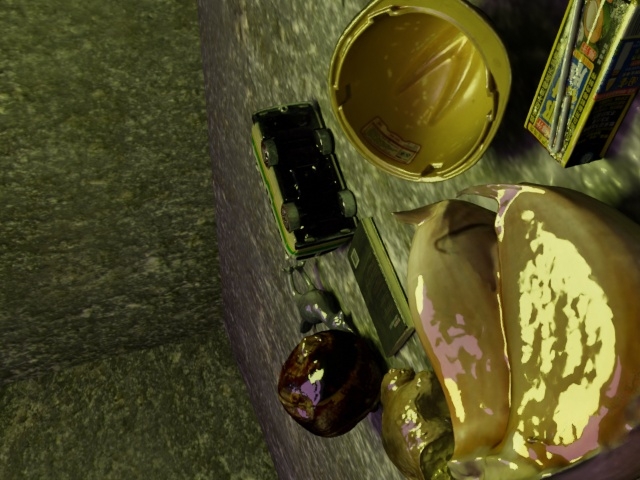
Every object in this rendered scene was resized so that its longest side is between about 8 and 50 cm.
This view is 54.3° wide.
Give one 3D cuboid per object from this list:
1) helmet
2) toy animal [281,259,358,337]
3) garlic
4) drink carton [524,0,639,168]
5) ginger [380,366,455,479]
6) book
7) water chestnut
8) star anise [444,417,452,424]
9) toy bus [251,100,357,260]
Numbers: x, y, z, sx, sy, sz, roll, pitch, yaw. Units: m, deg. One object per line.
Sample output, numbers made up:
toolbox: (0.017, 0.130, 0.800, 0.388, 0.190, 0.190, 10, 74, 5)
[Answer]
helmet: (0.133, -0.194, 0.711, 0.205, 0.140, 0.257, 42, 145, 4)
toy animal: (-0.026, 0.146, 1.514, 0.205, 0.081, 0.367, 63, 162, -4)
garlic: (0.200, 0.088, 0.598, 0.286, 0.250, 0.312, 76, -167, -62)
drink carton: (0.240, -0.150, 0.552, 0.165, 0.056, 0.071, 96, 158, -46)
ginger: (0.154, 0.309, 1.022, 0.270, 0.123, 0.218, 146, 107, -71)
book: (0.108, 0.090, 1.176, 0.160, 0.024, 0.228, 107, 146, -59)
water chestnut: (0.029, 0.298, 1.297, 0.238, 0.223, 0.223, 37, -172, -34)
star anise: (0.227, 0.186, 0.761, 0.124, 0.129, 0.056, 18, 150, 29)
toy bus: (-0.042, -0.117, 1.302, 0.179, 0.143, 0.305, 119, 134, -68)
